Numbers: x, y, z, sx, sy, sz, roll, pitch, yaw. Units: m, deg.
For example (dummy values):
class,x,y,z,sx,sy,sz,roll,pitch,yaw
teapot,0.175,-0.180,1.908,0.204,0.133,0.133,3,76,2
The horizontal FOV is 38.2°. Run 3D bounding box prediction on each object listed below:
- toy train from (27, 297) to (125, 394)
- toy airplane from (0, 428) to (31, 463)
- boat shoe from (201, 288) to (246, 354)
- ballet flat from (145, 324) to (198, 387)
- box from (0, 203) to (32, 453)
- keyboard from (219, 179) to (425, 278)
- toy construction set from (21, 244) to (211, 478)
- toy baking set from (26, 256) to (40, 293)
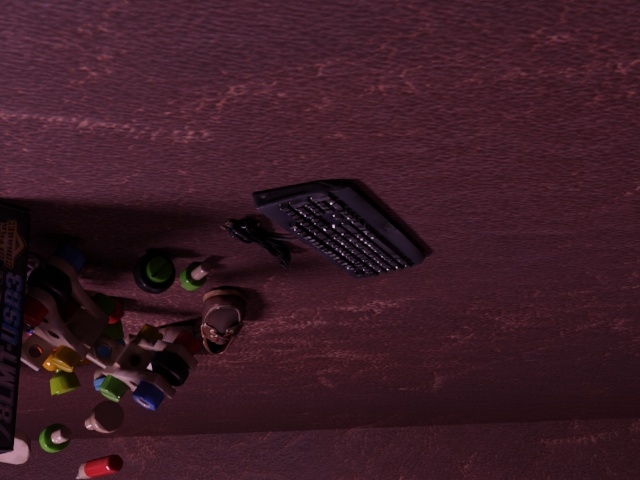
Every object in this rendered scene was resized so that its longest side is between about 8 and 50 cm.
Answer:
class,x,y,z,sx,sy,sz,roll,pitch,yaw
toy train,-0.422,0.180,1.461,0.248,0.143,0.105,-6,169,-43
toy airplane,-0.771,0.321,1.667,0.384,0.386,0.272,-25,-158,-17
boat shoe,-0.161,0.138,1.532,0.073,0.073,0.207,2,159,-6
ballet flat,-0.296,0.219,1.725,0.106,0.107,0.316,16,158,-7
box,-0.474,0.128,1.153,0.293,0.295,0.073,-17,157,41
keyboard,0.000,0.000,1.205,0.201,0.033,0.317,-9,159,23
toy construction set,-0.323,0.176,1.291,0.257,0.309,0.237,15,155,-27
toy baking set,-0.460,0.063,1.366,0.256,0.030,0.197,-2,161,4
